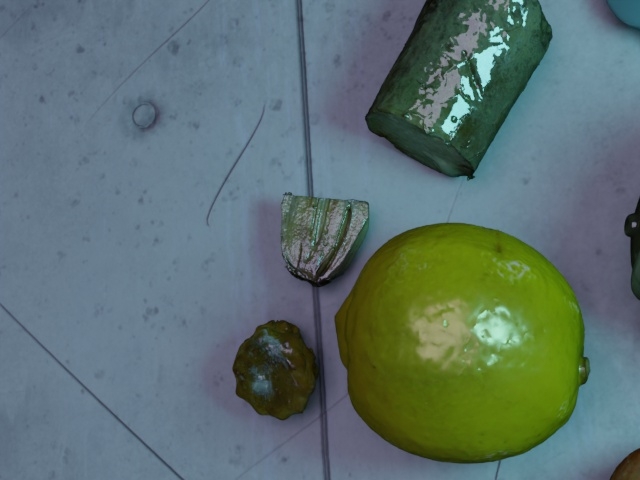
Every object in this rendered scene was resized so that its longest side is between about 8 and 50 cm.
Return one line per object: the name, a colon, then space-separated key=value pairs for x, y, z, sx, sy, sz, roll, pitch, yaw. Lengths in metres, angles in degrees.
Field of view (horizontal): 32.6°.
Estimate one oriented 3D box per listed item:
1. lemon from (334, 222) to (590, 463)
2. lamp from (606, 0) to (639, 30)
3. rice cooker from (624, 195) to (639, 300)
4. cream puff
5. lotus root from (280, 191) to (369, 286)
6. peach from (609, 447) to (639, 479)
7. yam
lemon: x=0.191 y=0.139 z=1.480 sx=0.347 sy=0.348 sz=0.348 roll=-4 pitch=77 yaw=18
lamp: x=0.481 y=-0.425 z=1.574 sx=0.284 sy=0.147 sz=0.209 roll=55 pitch=142 yaw=16
rice cooker: x=0.572 y=-0.017 z=1.388 sx=0.325 sy=0.335 sz=0.335 roll=30 pitch=89 yaw=22
cream puff: x=-0.060 y=0.193 z=1.669 sx=0.146 sy=0.116 sz=0.146 roll=7 pitch=106 yaw=24
lotus root: x=-0.001 y=0.001 z=1.705 sx=0.143 sy=0.070 sz=0.144 roll=14 pitch=79 yaw=14
peach: x=0.466 y=0.350 z=1.393 sx=0.232 sy=0.232 sz=0.233 roll=-4 pitch=77 yaw=18
yam: x=0.213 y=-0.259 z=1.626 sx=0.195 sy=0.195 sz=0.300 roll=28 pitch=90 yaw=21
